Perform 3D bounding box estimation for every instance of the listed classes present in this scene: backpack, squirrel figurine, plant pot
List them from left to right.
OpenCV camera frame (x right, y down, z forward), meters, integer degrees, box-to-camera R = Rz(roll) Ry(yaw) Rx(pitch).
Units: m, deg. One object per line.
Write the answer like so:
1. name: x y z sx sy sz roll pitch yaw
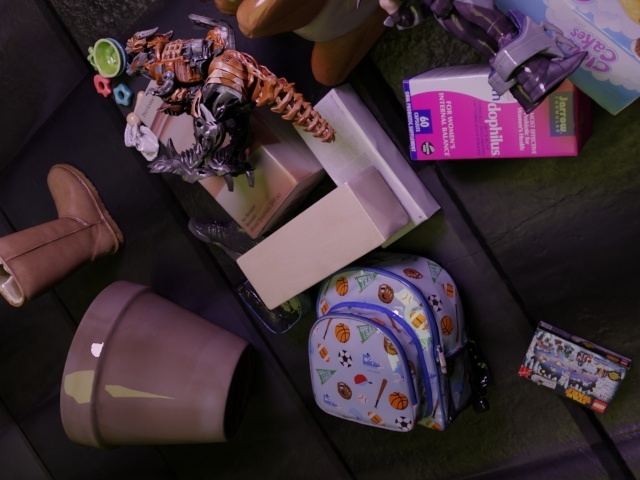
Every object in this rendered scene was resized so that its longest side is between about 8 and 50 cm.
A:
1. plant pot: -0.284 0.257 1.310 0.280 0.323 0.323 10 116 9
2. backpack: -0.070 0.097 1.216 0.105 0.084 0.114 -41 83 34
3. squirrel figurine: -0.037 -0.470 0.885 0.397 0.281 0.370 -46 73 22
4. backpack: 0.103 0.154 1.071 0.276 0.213 0.263 1 100 34

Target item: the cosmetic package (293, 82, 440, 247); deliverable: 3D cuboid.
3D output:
1. cosmetic package: 0.072 -0.115 1.054 0.099 0.060 0.239 -36 89 40

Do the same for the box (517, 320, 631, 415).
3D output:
1. box: 0.376 0.190 1.020 0.137 0.027 0.094 23 122 21

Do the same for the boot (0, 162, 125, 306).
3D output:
1. boot: -0.542 -0.024 1.336 0.236 0.269 0.089 50 126 4

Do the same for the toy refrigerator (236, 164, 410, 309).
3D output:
1. toy refrigerator: 0.000 0.000 1.056 0.269 0.094 0.102 -34 91 40

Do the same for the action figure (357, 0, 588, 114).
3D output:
1. action figure: 0.142 -0.255 0.724 0.285 0.099 0.185 42 169 2

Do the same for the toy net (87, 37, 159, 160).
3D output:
1. toy net: -0.375 -0.254 1.276 0.122 0.045 0.232 -6 107 33

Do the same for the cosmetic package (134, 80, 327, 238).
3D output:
1. cosmetic package: -0.141 -0.168 1.118 0.296 0.129 0.153 45 127 8

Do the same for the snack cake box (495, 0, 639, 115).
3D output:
1. snack cake box: 0.283 -0.288 0.762 0.264 0.152 0.089 38 160 1

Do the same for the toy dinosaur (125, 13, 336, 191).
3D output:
1. toy dinosaur: -0.142 -0.191 0.948 0.322 0.164 0.218 28 107 37

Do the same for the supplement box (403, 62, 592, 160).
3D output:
1. supplement box: 0.234 -0.174 0.900 0.220 0.114 0.111 1 111 29

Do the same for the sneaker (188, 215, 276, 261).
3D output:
1. sneaker: -0.158 -0.019 1.245 0.170 0.051 0.089 33 124 10
